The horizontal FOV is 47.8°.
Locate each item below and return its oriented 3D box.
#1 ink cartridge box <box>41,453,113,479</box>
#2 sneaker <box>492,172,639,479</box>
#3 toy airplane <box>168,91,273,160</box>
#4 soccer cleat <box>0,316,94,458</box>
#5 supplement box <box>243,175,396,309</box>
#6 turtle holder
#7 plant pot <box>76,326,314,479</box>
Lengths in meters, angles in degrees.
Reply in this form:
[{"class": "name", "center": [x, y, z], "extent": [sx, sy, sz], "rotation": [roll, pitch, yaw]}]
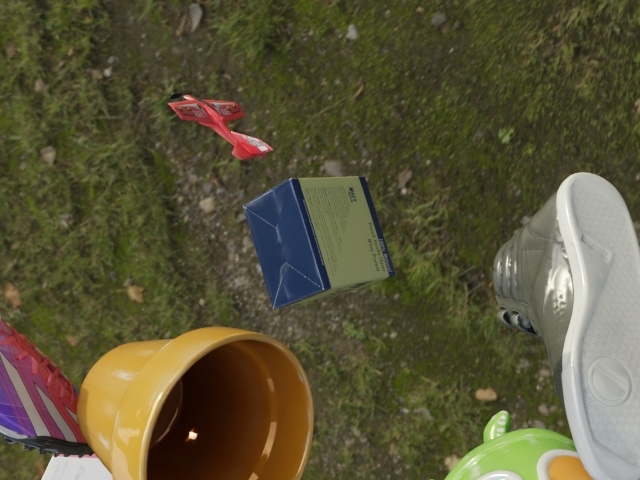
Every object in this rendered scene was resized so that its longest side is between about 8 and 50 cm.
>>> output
[{"class": "ink cartridge box", "center": [-0.249, 0.361, 1.076], "extent": [0.283, 0.117, 0.207], "rotation": [29, 104, 3]}, {"class": "sneaker", "center": [0.245, 0.094, 0.707], "extent": [0.104, 0.296, 0.147], "rotation": [10, 152, -14]}, {"class": "toy airplane", "center": [-0.121, -0.141, 0.887], "extent": [0.151, 0.151, 0.028], "rotation": [32, 112, 7]}, {"class": "soccer cleat", "center": [-0.332, 0.144, 0.765], "extent": [0.108, 0.116, 0.318], "rotation": [13, 163, 43]}, {"class": "supplement box", "center": [0.000, 0.000, 0.542], "extent": [0.056, 0.083, 0.083], "rotation": [-24, 79, 42]}, {"class": "turtle holder", "center": [0.254, 0.412, 0.952], "extent": [0.320, 0.227, 0.243], "rotation": [-33, 112, 3]}, {"class": "plant pot", "center": [-0.143, 0.181, 0.727], "extent": [0.188, 0.205, 0.205], "rotation": [5, 120, 43]}]
